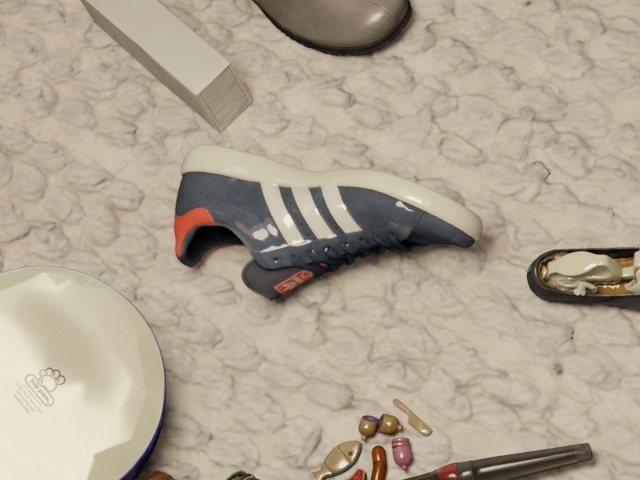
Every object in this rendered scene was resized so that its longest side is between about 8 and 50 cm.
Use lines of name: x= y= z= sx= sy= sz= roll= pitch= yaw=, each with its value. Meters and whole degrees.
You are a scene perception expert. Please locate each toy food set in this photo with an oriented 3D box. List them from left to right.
toy food set: x=0.055 y=0.223 z=1.963 sx=0.122 sy=0.019 sz=0.078 roll=-46 pitch=64 yaw=-7

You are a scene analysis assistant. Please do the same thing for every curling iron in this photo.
curling iron: x=0.145 y=0.255 z=1.918 sx=0.274 sy=0.035 sz=0.068 roll=-19 pitch=75 yaw=5

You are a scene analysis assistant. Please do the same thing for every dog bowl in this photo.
dog bowl: x=-0.295 y=0.164 z=1.987 sx=0.265 sy=0.104 sz=0.265 roll=2 pitch=73 yaw=-8

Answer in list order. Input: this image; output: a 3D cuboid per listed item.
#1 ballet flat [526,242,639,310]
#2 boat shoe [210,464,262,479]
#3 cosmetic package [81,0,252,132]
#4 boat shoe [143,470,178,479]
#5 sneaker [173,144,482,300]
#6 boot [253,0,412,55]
ballet flat: x=0.312 y=0.034 z=1.947 sx=0.203 sy=0.074 sz=0.074 roll=0 pitch=67 yaw=15
boat shoe: x=-0.123 y=0.339 z=1.927 sx=0.068 sy=0.081 sz=0.228 roll=24 pitch=73 yaw=27
cosmetic package: x=-0.186 y=-0.232 z=2.185 sx=0.060 sy=0.099 sz=0.239 roll=-44 pitch=64 yaw=-9
boat shoe: x=-0.214 y=0.313 z=1.978 sx=0.178 sy=0.064 sz=0.060 roll=-40 pitch=58 yaw=-11
sneaker: x=0.000 y=0.000 z=2.026 sx=0.350 sy=0.131 sz=0.148 roll=9 pitch=77 yaw=25
boot: x=-0.065 y=-0.343 z=2.128 sx=0.338 sy=0.223 sz=0.118 roll=27 pitch=76 yaw=24
